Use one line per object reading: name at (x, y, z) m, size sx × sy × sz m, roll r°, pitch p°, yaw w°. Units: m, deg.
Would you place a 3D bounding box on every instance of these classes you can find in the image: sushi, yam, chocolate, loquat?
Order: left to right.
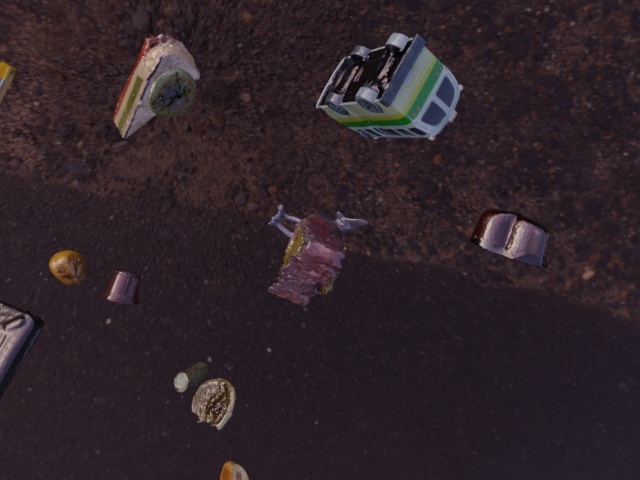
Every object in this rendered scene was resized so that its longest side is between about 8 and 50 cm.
loquat at (-0.883, 0.097, 1.849) m, size 0.113 × 0.137 × 0.137 m, roll -48°, pitch 119°, yaw -43°
yam at (-0.448, 0.475, 1.829) m, size 0.070 × 0.146 × 0.069 m, roll 1°, pitch 95°, yaw 19°
sushi at (-0.009, 0.020, 0.980) m, size 0.108 × 0.241 × 0.161 m, roll 22°, pitch 56°, yaw -8°
chocolate at (0.372, -0.013, 0.997) m, size 0.125 × 0.149 × 0.080 m, roll -9°, pitch 117°, yaw -56°

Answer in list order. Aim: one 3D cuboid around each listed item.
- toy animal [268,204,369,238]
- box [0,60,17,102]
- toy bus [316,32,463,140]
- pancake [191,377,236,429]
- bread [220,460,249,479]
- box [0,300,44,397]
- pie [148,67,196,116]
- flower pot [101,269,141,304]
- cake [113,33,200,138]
toy animal at (-0.028, -0.019, 1.329) m, size 0.206 × 0.367 × 0.081 m, roll 24°, pitch 68°, yaw -5°
box at (-0.861, -0.397, 1.402) m, size 0.023 × 0.087 × 0.155 m, roll 25°, pitch 95°, yaw -46°
toy bus at (0.120, -0.268, 0.978) m, size 0.165 × 0.276 × 0.133 m, roll 31°, pitch 88°, yaw -25°
pancake at (-0.259, 0.394, 1.290) m, size 0.022 × 0.130 × 0.116 m, roll 47°, pitch 56°, yaw -50°
bread at (-0.212, 0.599, 1.333) m, size 0.049 × 0.103 × 0.062 m, roll 24°, pitch 72°, yaw -30°
box at (-0.985, 0.309, 1.530) m, size 0.290 × 0.073 × 0.288 m, roll 17°, pitch 69°, yaw 20°
pie at (-0.228, -0.226, 0.814) m, size 0.084 × 0.021 × 0.084 m, roll -35°, pitch 149°, yaw -25°
flower pot at (-0.576, 0.134, 1.546) m, size 0.111 × 0.111 × 0.089 m, roll 14°, pitch 86°, yaw -18°
cake at (-0.359, -0.321, 1.073) m, size 0.220 × 0.086 × 0.116 m, roll -35°, pitch 147°, yaw 1°
